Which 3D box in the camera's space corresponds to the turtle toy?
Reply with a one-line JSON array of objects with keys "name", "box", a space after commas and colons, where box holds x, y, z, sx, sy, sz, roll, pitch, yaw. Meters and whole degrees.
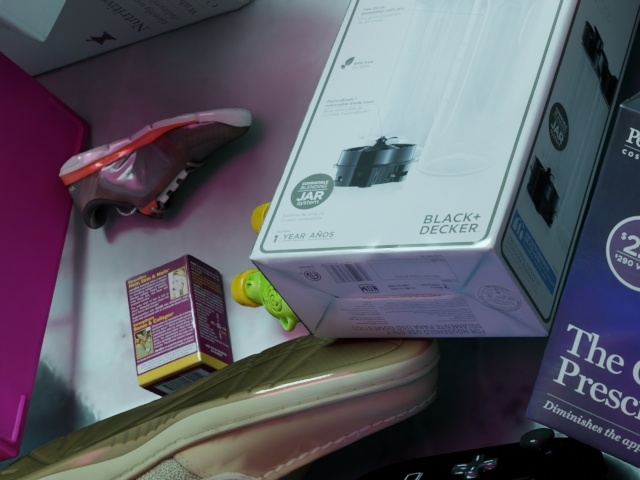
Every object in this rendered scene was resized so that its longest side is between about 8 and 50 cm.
[{"name": "turtle toy", "box": [0.000, 0.000, 1.236, 0.095, 0.066, 0.130, -8, 62, 57]}]

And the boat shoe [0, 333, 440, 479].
[{"name": "boat shoe", "box": [-0.061, 0.146, 1.200, 0.341, 0.121, 0.110, -23, 96, 27]}]

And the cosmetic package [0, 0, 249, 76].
[{"name": "cosmetic package", "box": [-0.267, -0.231, 1.422, 0.385, 0.217, 0.156, -17, 62, 29]}]

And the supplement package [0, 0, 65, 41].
[{"name": "supplement package", "box": [-0.275, -0.281, 1.190, 0.262, 0.198, 0.199, 23, 85, 37]}]

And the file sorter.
[{"name": "file sorter", "box": [-0.319, 0.002, 1.333, 0.182, 0.202, 0.291, -19, 47, 32]}]

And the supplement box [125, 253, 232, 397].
[{"name": "supplement box", "box": [-0.097, 0.060, 1.290, 0.055, 0.043, 0.083, -22, 60, 25]}]

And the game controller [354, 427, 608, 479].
[{"name": "game controller", "box": [0.053, 0.180, 0.994, 0.166, 0.319, 0.067, -3, 105, 18]}]

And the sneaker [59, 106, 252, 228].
[{"name": "sneaker", "box": [-0.111, -0.050, 1.351, 0.158, 0.061, 0.065, -20, 87, 27]}]

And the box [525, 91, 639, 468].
[{"name": "box", "box": [0.256, 0.048, 0.932, 0.261, 0.103, 0.184, 23, 114, 20]}]

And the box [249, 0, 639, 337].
[{"name": "box", "box": [0.087, -0.083, 1.153, 0.169, 0.087, 0.290, -4, 52, 32]}]
